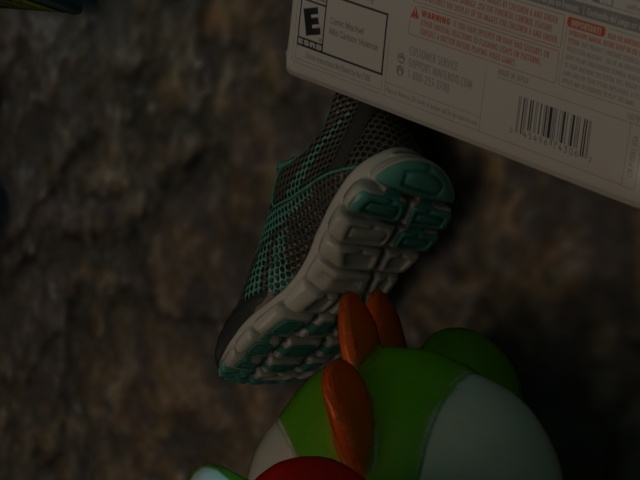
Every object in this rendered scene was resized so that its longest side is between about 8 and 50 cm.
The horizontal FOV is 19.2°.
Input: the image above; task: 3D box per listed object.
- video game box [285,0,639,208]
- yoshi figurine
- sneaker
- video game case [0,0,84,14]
[{"bbox_3d":[0.074,-0.130,0.715,0.205,0.048,0.187,26,118,44],"label":"video game box"},{"bbox_3d":[0.038,0.163,0.648,0.203,0.362,0.203,20,115,2],"label":"yoshi figurine"},{"bbox_3d":[0.000,0.000,0.831,0.166,0.065,0.076,-52,43,38],"label":"sneaker"},{"bbox_3d":[-0.296,-0.174,0.972,0.248,0.275,0.035,12,87,48],"label":"video game case"}]
